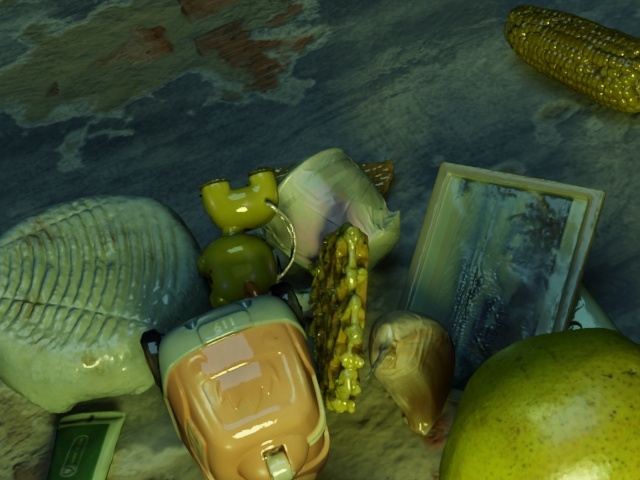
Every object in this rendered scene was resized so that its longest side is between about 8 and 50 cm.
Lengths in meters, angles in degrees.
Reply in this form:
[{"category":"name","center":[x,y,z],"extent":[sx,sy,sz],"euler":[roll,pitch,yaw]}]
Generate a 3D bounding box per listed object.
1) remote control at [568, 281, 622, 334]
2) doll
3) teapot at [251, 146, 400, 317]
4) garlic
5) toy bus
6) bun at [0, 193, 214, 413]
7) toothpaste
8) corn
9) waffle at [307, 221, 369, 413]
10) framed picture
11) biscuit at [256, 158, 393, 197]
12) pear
[{"category":"remote control","center":[0.293,0.071,1.516],"extent":[0.098,0.038,0.233],"euler":[-31,60,-3]},{"category":"doll","center":[-0.098,0.024,1.551],"extent":[0.135,0.143,0.221],"euler":[-10,76,-10]},{"category":"teapot","center":[0.002,-0.008,1.640],"extent":[0.221,0.163,0.178],"euler":[-36,68,-23]},{"category":"garlic","center":[0.103,0.147,1.411],"extent":[0.090,0.198,0.129],"euler":[2,63,22]},{"category":"toy bus","center":[-0.080,0.202,1.395],"extent":[0.194,0.288,0.232],"euler":[-23,60,-11]},{"category":"bun","center":[-0.316,0.093,1.611],"extent":[0.354,0.194,0.354],"euler":[-1,45,1]},{"category":"toothpaste","center":[-0.325,0.369,1.445],"extent":[0.098,0.061,0.392],"euler":[-6,41,12]},{"category":"corn","center":[0.418,-0.292,1.835],"extent":[0.119,0.119,0.322],"euler":[-35,47,-18]},{"category":"waffle","center":[0.022,0.098,1.468],"extent":[0.058,0.243,0.238],"euler":[6,81,-8]},{"category":"framed picture","center":[0.220,0.061,1.509],"extent":[0.232,0.024,0.315],"euler":[12,77,27]},{"category":"biscuit","center":[0.002,-0.070,1.802],"extent":[0.224,0.033,0.144],"euler":[-4,49,14]},{"category":"pear","center":[0.275,0.230,1.241],"extent":[0.294,0.294,0.294],"euler":[-9,44,9]}]
